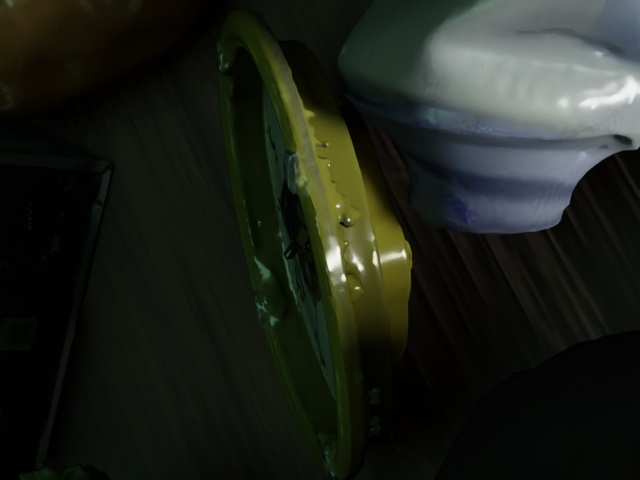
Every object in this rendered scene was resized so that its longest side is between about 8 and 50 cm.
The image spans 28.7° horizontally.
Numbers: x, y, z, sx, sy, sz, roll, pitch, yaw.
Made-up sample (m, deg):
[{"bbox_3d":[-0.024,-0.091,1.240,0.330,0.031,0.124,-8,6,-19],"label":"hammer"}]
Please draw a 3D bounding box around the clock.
[{"bbox_3d":[0.000,0.000,0.613,0.237,0.057,0.237,168,90,-79],"label":"clock"}]

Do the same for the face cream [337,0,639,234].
[{"bbox_3d":[0.094,-0.211,0.517,0.235,0.137,0.420,-133,50,-76],"label":"face cream"}]

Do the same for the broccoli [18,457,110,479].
[{"bbox_3d":[-0.094,0.289,0.643,0.334,0.272,0.324,50,159,23],"label":"broccoli"}]

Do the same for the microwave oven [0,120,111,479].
[{"bbox_3d":[-0.300,0.053,0.845,0.237,0.181,0.295,24,104,40],"label":"microwave oven"}]

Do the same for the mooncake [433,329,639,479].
[{"bbox_3d":[0.167,0.205,0.408,0.350,0.212,0.381,-1,94,43],"label":"mooncake"}]

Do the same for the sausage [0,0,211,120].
[{"bbox_3d":[-0.174,-0.143,0.776,0.241,0.136,0.120,-16,81,44],"label":"sausage"}]
